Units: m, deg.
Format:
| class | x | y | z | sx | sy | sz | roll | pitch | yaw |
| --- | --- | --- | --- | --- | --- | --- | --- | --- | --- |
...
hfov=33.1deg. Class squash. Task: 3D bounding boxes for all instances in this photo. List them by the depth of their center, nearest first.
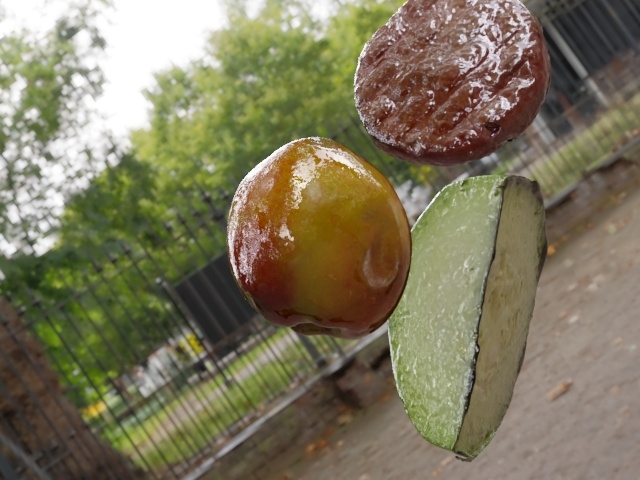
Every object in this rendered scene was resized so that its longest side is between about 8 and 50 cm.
| class | x | y | z | sx | sy | sz | roll | pitch | yaw |
| --- | --- | --- | --- | --- | --- | --- | --- | --- | --- |
| squash | 0.097 | 0.047 | 0.750 | 0.184 | 0.085 | 0.192 | 11 | -89 | -69 |

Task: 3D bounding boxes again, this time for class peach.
| class | x | y | z | sx | sy | sz | roll | pitch | yaw |
| --- | --- | --- | --- | --- | --- | --- | --- | --- | --- |
| peach | 0.001 | -0.001 | 0.564 | 0.101 | 0.101 | 0.101 | -35 | -3 | -2 |

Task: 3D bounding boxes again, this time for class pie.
| class | x | y | z | sx | sy | sz | roll | pitch | yaw |
| --- | --- | --- | --- | --- | --- | --- | --- | --- | --- |
| pie | 0.113 | -0.146 | 0.946 | 0.182 | 0.182 | 0.049 | -35 | -32 | 10 |
